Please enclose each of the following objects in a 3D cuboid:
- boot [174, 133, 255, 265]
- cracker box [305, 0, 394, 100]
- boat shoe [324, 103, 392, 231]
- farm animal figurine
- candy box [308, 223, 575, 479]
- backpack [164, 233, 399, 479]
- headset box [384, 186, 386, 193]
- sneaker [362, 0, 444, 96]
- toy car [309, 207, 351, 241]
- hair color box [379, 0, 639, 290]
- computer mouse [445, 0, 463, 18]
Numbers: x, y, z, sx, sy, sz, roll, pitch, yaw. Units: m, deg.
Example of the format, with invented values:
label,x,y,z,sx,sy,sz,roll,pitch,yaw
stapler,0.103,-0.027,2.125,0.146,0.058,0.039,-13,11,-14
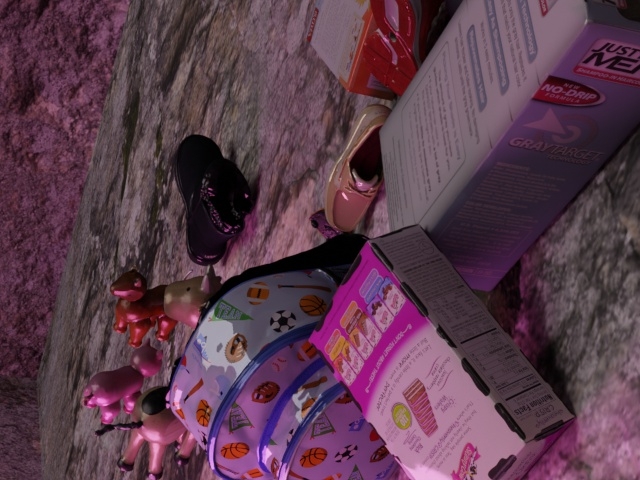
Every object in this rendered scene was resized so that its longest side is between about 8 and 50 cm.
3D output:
label,x,y,z,sx,sy,sz,roll,pitch,yaw
boot,-0.177,-0.096,2.233,0.207,0.094,0.246,132,136,-63
cracker box,0.056,-0.293,1.707,0.232,0.067,0.155,-119,43,-60
boat shoe,0.049,-0.082,1.633,0.059,0.063,0.170,-109,34,-65
farm animal figurine,-0.122,0.132,1.626,0.330,0.327,0.172,-111,37,-53
candy box,0.104,0.124,1.211,0.233,0.071,0.159,54,139,23
backpack,-0.019,0.152,1.414,0.213,0.263,0.276,49,129,46
headset box,0.104,-0.053,1.509,0.083,0.032,0.062,-99,27,-46
sneaker,0.120,-0.260,1.531,0.128,0.087,0.221,-46,-12,-17
toy car,0.000,0.000,1.753,0.122,0.060,0.040,-53,1,42
hair color box,0.180,-0.131,1.206,0.374,0.114,0.185,123,150,-50
computer mouse,0.186,-0.279,1.368,0.242,0.041,0.071,153,125,-66
